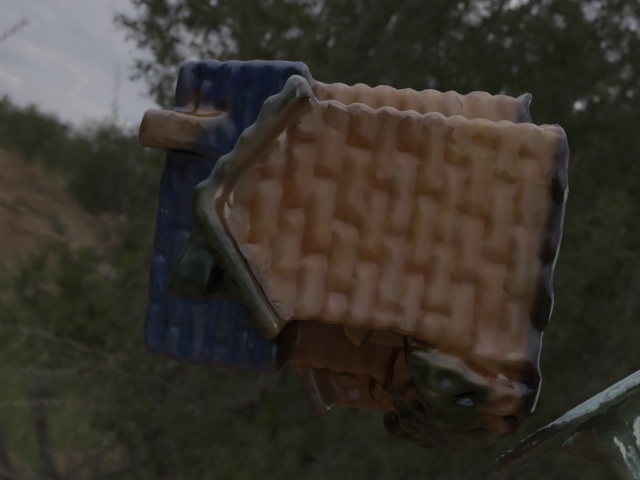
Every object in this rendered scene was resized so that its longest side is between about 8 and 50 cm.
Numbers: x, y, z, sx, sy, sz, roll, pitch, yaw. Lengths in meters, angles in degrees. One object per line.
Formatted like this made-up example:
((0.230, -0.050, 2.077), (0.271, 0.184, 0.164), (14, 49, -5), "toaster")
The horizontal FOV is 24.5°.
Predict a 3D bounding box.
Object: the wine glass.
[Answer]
((0.335, 0.307, 1.231), (0.406, 0.267, 0.267), (59, 6, 14), "wine glass")

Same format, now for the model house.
((0.000, 0.000, 0.636), (0.172, 0.166, 0.183), (11, -2, -5), "model house")
